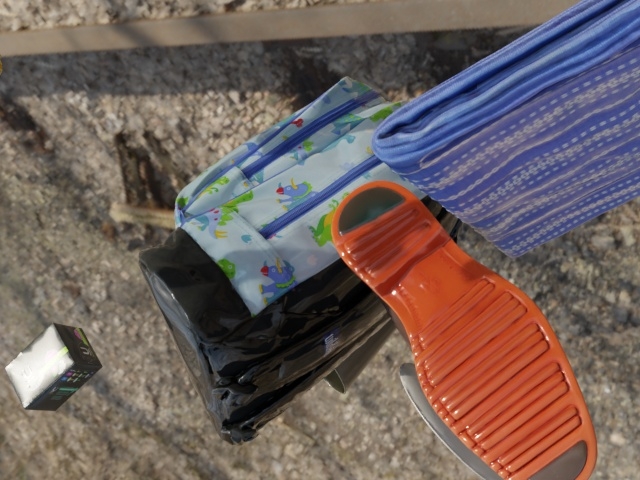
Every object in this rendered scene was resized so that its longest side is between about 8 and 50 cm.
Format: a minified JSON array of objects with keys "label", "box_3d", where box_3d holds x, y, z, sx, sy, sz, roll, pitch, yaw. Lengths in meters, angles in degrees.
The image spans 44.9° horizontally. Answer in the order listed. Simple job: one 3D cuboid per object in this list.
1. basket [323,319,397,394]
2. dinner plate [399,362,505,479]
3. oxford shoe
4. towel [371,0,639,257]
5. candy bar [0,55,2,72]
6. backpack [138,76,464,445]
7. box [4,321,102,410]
[{"label":"basket","box_3d":[0.070,0.161,1.559,0.154,0.227,0.204,19,144,57]},{"label":"dinner plate","box_3d":[0.125,0.158,0.687,0.141,0.141,0.017,43,104,-6]},{"label":"oxford shoe","box_3d":[0.109,0.068,0.572,0.271,0.097,0.098,59,-173,34]},{"label":"towel","box_3d":[0.196,-0.068,0.510,0.243,0.336,0.040,-28,68,19]},{"label":"candy bar","box_3d":[-0.278,-0.191,0.583,0.018,0.040,0.162,-13,128,3]},{"label":"backpack","box_3d":[0.000,0.000,0.788,0.273,0.355,0.290,56,165,28]},{"label":"box","box_3d":[-0.305,0.145,0.885,0.062,0.083,0.052,51,-170,25]}]
